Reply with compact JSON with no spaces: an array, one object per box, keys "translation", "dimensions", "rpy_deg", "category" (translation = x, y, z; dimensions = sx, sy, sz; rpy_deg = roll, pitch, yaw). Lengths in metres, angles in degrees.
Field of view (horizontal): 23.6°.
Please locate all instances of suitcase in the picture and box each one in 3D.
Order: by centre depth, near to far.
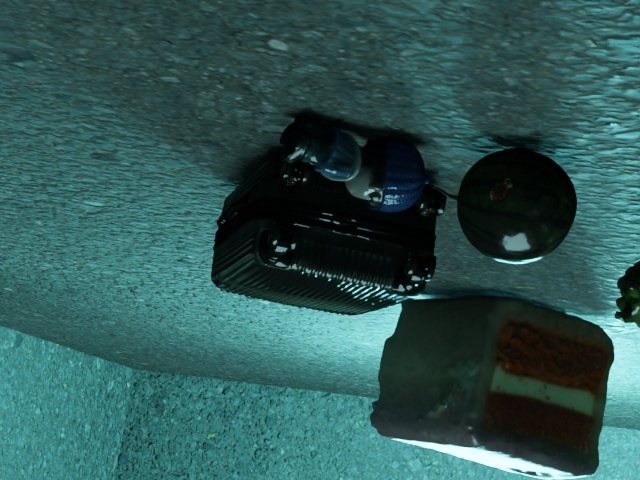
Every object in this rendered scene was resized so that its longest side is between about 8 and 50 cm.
[{"translation":[0.000,0.000,1.632],"dimensions":[0.202,0.128,0.312],"rpy_deg":[12,170,-13],"category":"suitcase"}]

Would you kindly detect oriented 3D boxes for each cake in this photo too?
[{"translation":[0.258,0.216,2.274],"dimensions":[0.309,0.237,0.230],"rpy_deg":[20,165,-41],"category":"cake"}]

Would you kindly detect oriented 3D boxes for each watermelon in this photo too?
[{"translation":[0.165,-0.034,1.388],"dimensions":[0.133,0.105,0.105],"rpy_deg":[12,170,15],"category":"watermelon"}]

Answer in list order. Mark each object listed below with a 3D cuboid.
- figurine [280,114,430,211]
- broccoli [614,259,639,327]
[{"translation":[0.035,-0.077,1.406],"dimensions":[0.136,0.077,0.079],"rpy_deg":[32,124,-29],"category":"figurine"},{"translation":[0.471,0.096,1.544],"dimensions":[0.334,0.272,0.324],"rpy_deg":[9,-149,-39],"category":"broccoli"}]
